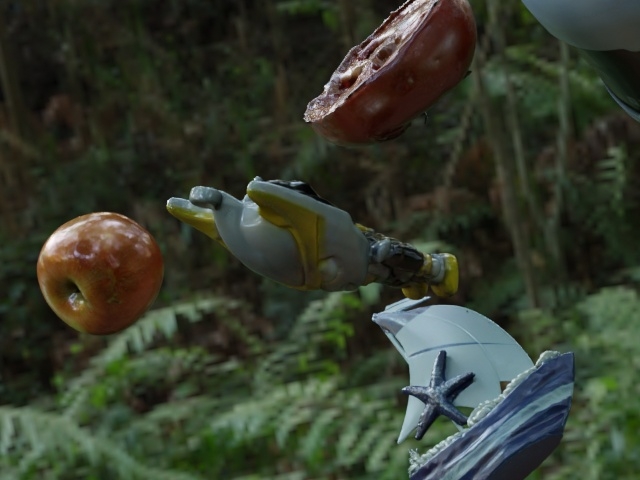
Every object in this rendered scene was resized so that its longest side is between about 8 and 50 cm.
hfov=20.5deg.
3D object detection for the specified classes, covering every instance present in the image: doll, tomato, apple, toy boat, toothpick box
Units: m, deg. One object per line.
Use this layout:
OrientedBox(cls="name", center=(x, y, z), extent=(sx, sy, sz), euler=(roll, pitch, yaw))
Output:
OrientedBox(cls="doll", center=(-0.003, 0.001, 1.774), extent=(0.316, 0.103, 0.145), euler=(17, 10, -36))
OrientedBox(cls="tomato", center=(0.091, -0.183, 1.951), extent=(0.228, 0.101, 0.228), euler=(-42, 16, 15))
OrientedBox(cls="apple", center=(-0.283, 0.040, 2.297), extent=(0.163, 0.163, 0.139), euler=(0, 27, 36))
OrientedBox(cls="toy boat", center=(0.143, 0.174, 1.958), extent=(0.291, 0.070, 0.210), euler=(24, 74, 38))
OrientedBox(cls="toothpick box", center=(0.342, -0.291, 1.832), extent=(0.263, 0.263, 0.355), euler=(-1, -20, 36))
